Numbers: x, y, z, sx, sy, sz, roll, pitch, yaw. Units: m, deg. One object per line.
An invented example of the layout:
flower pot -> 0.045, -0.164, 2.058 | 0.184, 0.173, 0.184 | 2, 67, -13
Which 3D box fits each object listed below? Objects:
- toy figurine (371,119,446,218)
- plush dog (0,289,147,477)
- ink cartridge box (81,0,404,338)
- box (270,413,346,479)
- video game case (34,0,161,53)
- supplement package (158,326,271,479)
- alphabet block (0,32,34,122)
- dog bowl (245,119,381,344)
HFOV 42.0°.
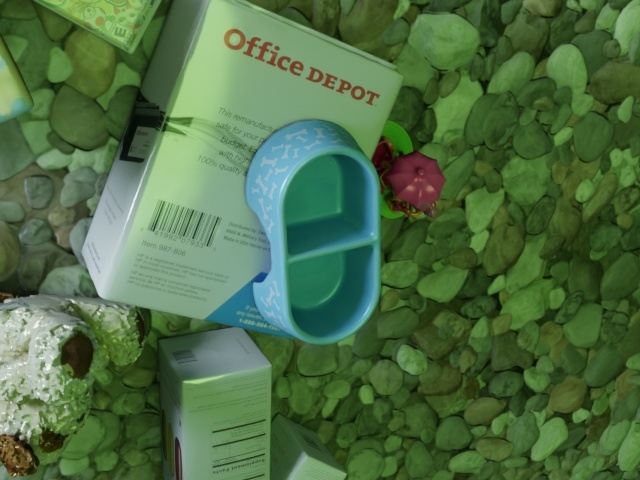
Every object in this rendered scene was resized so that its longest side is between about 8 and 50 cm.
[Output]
toy figurine -> 0.123, -0.080, 1.218 | 0.130, 0.159, 0.173 | -35, 120, -9
plush dog -> -0.368, 0.188, 1.088 | 0.211, 0.262, 0.225 | 11, 96, 7
ink cartridge box -> -0.107, -0.099, 1.101 | 0.286, 0.166, 0.394 | 17, 103, -30
box -> -0.062, 0.392, 1.333 | 0.091, 0.130, 0.170 | 33, 94, -31
video game case -> -0.266, -0.374, 1.004 | 0.206, 0.026, 0.227 | 26, 97, -30
supplement package -> -0.158, 0.273, 1.238 | 0.134, 0.139, 0.244 | -7, 112, -24
alphabet block -> -0.429, -0.204, 0.850 | 0.192, 0.193, 0.197 | -28, 119, -14
dog bowl -> 0.000, 0.000, 1.052 | 0.166, 0.074, 0.297 | -13, 116, -22
